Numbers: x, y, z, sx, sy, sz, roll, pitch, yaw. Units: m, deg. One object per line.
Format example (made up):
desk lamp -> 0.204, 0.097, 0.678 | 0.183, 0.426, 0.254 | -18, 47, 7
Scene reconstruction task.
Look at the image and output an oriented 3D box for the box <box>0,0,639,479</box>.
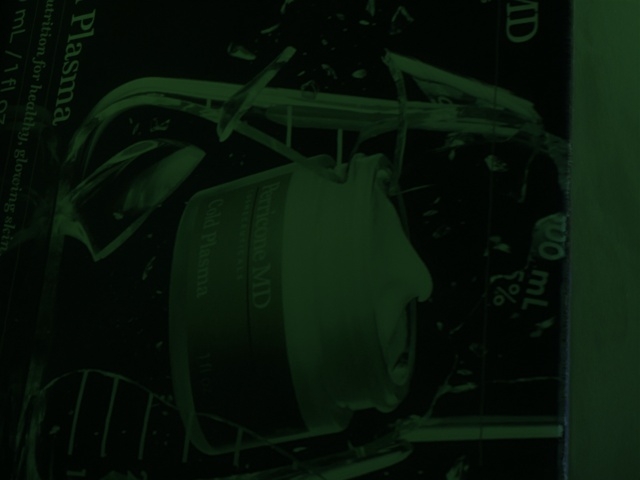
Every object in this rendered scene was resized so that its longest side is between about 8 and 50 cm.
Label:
box -> 0.000, 0.000, 1.005 | 0.297, 0.471, 0.480 | 42, 47, -56
